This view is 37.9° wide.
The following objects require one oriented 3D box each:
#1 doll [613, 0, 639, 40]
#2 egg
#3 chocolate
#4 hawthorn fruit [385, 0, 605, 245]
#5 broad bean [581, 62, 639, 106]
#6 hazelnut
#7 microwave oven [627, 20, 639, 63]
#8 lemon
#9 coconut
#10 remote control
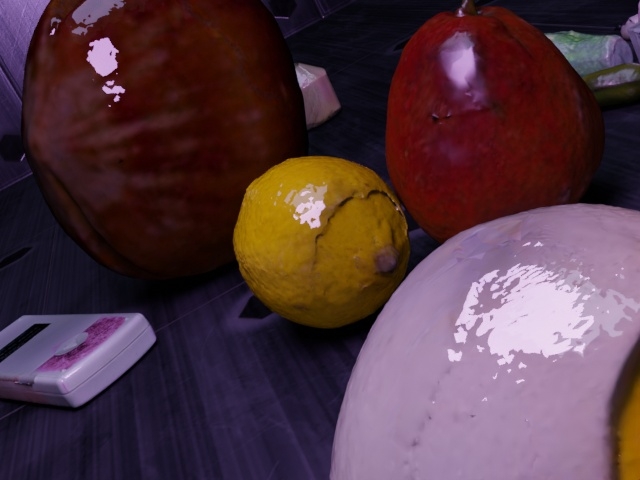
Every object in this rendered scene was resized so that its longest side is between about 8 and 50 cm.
[{"bbox_3d":[0.466,-0.289,1.129,0.192,0.095,0.149,-26,24,8],"label":"doll"},{"bbox_3d":[0.130,0.082,0.522,0.337,0.201,0.337,-24,17,8],"label":"egg"},{"bbox_3d":[0.294,-0.238,1.291,0.110,0.110,0.291,-38,25,-29],"label":"chocolate"},{"bbox_3d":[0.160,-0.126,0.926,0.224,0.261,0.224,-18,19,6],"label":"hawthorn fruit"},{"bbox_3d":[0.378,-0.190,1.117,0.213,0.048,0.070,-8,14,31],"label":"broad bean"},{"bbox_3d":[-0.222,-0.169,1.286,0.402,0.429,0.402,-8,19,3],"label":"hazelnut"},{"bbox_3d":[0.454,-0.211,0.954,0.208,0.122,0.162,-31,19,-8],"label":"microwave oven"},{"bbox_3d":[0.000,-0.002,0.945,0.180,0.180,0.193,-25,35,7],"label":"lemon"},{"bbox_3d":[-0.030,-0.284,1.799,0.116,0.122,0.116,-23,19,9],"label":"coconut"},{"bbox_3d":[-0.356,0.151,1.221,0.344,0.050,0.145,-5,29,48],"label":"remote control"}]
